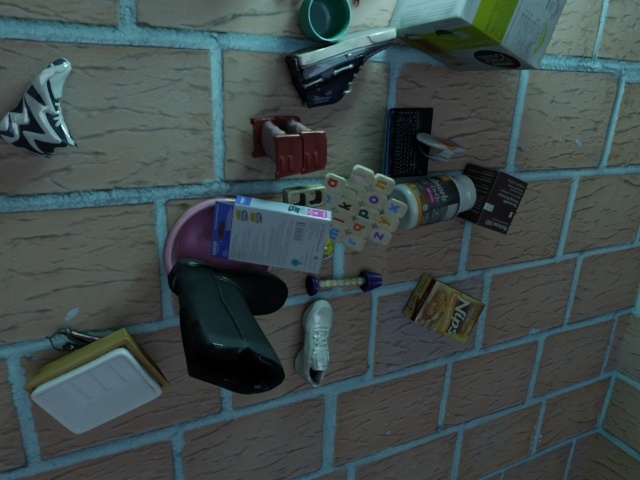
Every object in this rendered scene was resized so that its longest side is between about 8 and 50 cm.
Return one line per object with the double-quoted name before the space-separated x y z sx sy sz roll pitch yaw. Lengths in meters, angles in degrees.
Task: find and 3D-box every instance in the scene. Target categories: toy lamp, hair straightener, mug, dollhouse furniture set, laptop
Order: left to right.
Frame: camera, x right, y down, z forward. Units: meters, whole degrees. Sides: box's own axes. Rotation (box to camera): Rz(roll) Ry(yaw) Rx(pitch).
"hair straightener" -0.653 0.308 1.301 0.230 0.047 0.089 27 96 -37
"dollhouse furniture set" -0.090 -0.155 1.343 0.152 0.201 0.375 -12 119 -23
"mug" 0.014 -0.627 1.278 0.158 0.097 0.129 -48 121 -5
"toy lamp" 0.088 0.148 1.601 0.274 0.080 0.080 -4 110 -25
"laptop" 0.288 -0.307 1.505 0.264 0.136 0.235 -7 111 -24

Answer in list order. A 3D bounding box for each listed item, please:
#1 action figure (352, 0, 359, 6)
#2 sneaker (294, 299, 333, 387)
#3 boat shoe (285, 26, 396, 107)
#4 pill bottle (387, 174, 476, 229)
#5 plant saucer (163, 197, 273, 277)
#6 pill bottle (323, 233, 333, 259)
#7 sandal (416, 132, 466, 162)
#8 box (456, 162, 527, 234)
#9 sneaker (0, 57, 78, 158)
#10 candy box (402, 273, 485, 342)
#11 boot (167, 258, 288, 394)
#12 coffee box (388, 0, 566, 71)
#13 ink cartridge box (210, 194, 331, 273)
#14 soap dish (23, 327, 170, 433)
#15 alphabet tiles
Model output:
"action figure" 0.086 -0.744 1.257 0.280 0.091 0.139 3 103 -41
"sneaker" -0.001 0.356 1.588 0.114 0.152 0.306 3 105 -25
"boat shoe" 0.071 -0.503 1.349 0.340 0.127 0.158 -21 122 -10
"pill bottle" 0.386 -0.140 1.599 0.278 0.162 0.162 -15 114 -22
"plant saucer" -0.294 0.032 1.365 0.331 0.084 0.333 -8 111 -23
"pill bottle" 0.000 0.000 1.504 0.065 0.065 0.116 -26 124 -16
"sandal" 0.409 -0.301 1.568 0.265 0.102 0.076 -2 125 -47
"box" 0.612 -0.155 1.703 0.168 0.167 0.203 14 101 -30
"sneaker" -0.618 -0.293 1.083 0.153 0.094 0.235 39 88 -33
"candy box" 0.496 0.273 1.843 0.316 0.087 0.183 25 95 -31
"boot" -0.181 0.206 1.173 0.366 0.445 0.146 11 102 -29
"coffee box" 0.463 -0.712 1.332 0.334 0.337 0.339 14 100 -30
"ink cartridge box" -0.138 -0.017 1.273 0.310 0.065 0.186 8 123 -8
"soap dish" -0.603 0.385 1.276 0.290 0.118 0.229 -26 126 -3
"alphabet tiles" 0.120 -0.097 1.475 0.277 0.021 0.284 20 124 -6
